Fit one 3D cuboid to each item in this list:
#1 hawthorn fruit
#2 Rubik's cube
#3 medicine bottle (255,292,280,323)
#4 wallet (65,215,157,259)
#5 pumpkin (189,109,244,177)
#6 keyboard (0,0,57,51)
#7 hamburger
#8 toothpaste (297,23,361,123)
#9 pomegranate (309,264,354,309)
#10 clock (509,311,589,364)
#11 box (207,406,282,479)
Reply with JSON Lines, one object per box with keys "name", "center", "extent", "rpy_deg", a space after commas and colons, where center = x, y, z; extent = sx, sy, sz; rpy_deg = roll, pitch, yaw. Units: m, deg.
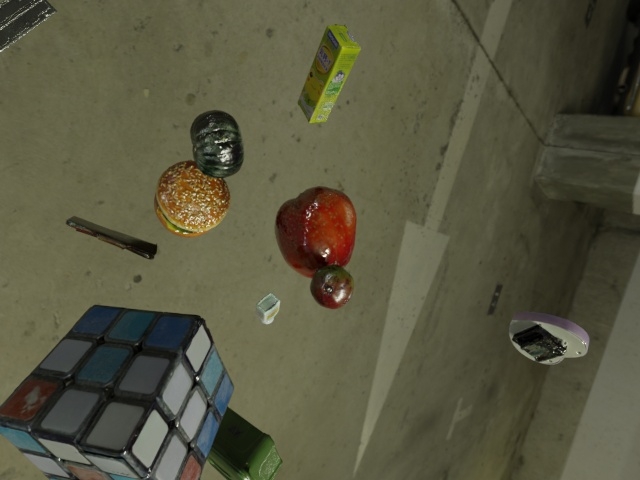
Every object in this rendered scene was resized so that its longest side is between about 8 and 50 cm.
{"name": "hawthorn fruit", "center": [0.000, 0.000, 1.358], "extent": [0.284, 0.284, 0.369], "rpy_deg": [19, 47, -51]}
{"name": "Rubik's cube", "center": [-0.463, 0.403, 1.013], "extent": [0.362, 0.358, 0.363], "rpy_deg": [-75, 164, -48]}
{"name": "medicine bottle", "center": [-0.186, 0.245, 1.433], "extent": [0.074, 0.055, 0.118], "rpy_deg": [-40, 160, -33]}
{"name": "wallet", "center": [-0.619, -0.010, 1.222], "extent": [0.255, 0.137, 0.031], "rpy_deg": [24, 94, -24]}
{"name": "pumpkin", "center": [-0.335, -0.313, 1.332], "extent": [0.161, 0.220, 0.221], "rpy_deg": [-16, 119, -24]}
{"name": "keyboard", "center": [-0.574, -0.377, 0.727], "extent": [0.198, 0.010, 0.064], "rpy_deg": [-46, 106, -13]}
{"name": "hamburger", "center": [-0.473, -0.152, 1.521], "extent": [0.291, 0.225, 0.291], "rpy_deg": [9, 71, -29]}
{"name": "toothpaste", "center": [0.019, -0.554, 1.394], "extent": [0.077, 0.110, 0.327], "rpy_deg": [-13, 156, -30]}
{"name": "pomegranate", "center": [0.034, 0.142, 1.198], "extent": [0.129, 0.129, 0.159], "rpy_deg": [-53, 161, -20]}
{"name": "clock", "center": [0.574, 0.259, 1.066], "extent": [0.064, 0.172, 0.198], "rpy_deg": [-51, 174, -32]}
{"name": "box", "center": [-0.302, 0.771, 1.505], "extent": [0.178, 0.328, 0.253], "rpy_deg": [-40, 137, -36]}
